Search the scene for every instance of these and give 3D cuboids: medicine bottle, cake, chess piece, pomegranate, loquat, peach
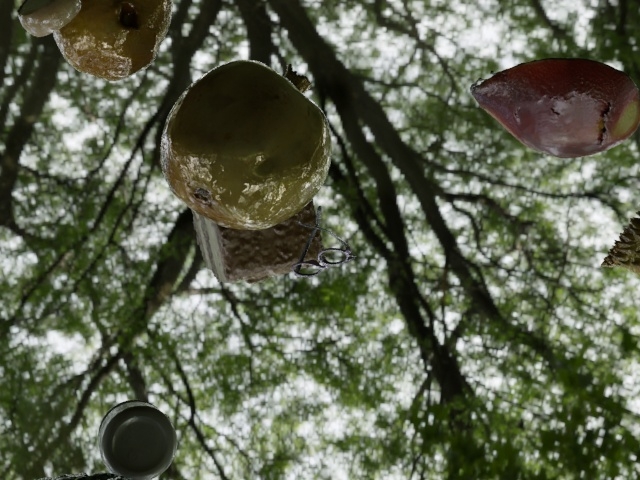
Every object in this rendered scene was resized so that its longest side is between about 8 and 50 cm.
[{"bbox_3d":[-0.260,0.279,1.199,0.105,0.105,0.168,-10,176,-16],"label":"medicine bottle"},{"bbox_3d":[-0.152,-0.053,1.902,0.255,0.282,0.290,-16,-162,-11],"label":"cake"},{"bbox_3d":[-0.354,-0.303,1.114,0.083,0.038,0.084,-17,-139,16],"label":"chess piece"},{"bbox_3d":[-0.125,-0.177,1.494,0.319,0.319,0.319,1,-146,-1],"label":"pomegranate"},{"bbox_3d":[-0.367,-0.394,1.501,0.193,0.238,0.238,18,-152,-23],"label":"loquat"},{"bbox_3d":[0.372,-0.201,1.333,0.279,0.189,0.068,7,-130,0],"label":"peach"}]

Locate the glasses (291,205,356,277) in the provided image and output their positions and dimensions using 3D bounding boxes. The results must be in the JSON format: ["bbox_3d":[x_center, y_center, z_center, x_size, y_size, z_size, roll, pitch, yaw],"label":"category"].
[{"bbox_3d":[0.000,0.000,1.540,0.062,0.140,0.104,25,-129,-36],"label":"glasses"}]

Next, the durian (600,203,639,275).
[{"bbox_3d":[0.374,0.013,0.795,0.165,0.132,0.182,-33,-128,-6],"label":"durian"}]

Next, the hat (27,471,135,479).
[{"bbox_3d":[-0.255,0.398,0.942,0.274,0.332,0.242,-7,-116,2],"label":"hat"}]
